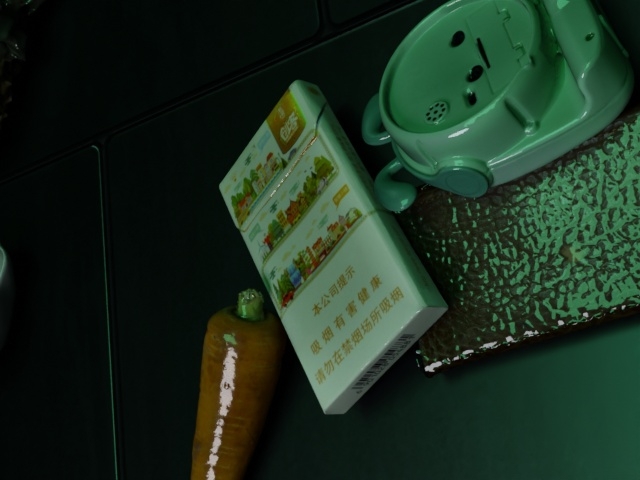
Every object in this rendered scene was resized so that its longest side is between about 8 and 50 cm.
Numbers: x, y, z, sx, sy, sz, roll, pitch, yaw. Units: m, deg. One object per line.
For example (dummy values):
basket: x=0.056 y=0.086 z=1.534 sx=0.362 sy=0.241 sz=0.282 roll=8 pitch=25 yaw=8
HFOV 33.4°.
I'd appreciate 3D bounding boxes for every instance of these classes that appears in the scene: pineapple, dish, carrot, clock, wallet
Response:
pineapple: x=-0.329 y=-0.197 z=1.034 sx=0.125 sy=0.125 sz=0.251 roll=28 pitch=89 yaw=36
dish: x=-0.309 y=0.066 z=0.989 sx=0.091 sy=0.039 sz=0.137 roll=13 pitch=85 yaw=41
carrot: x=-0.070 y=0.160 z=0.797 sx=0.061 sy=0.061 sz=0.256 roll=13 pitch=95 yaw=36
clock: x=0.104 y=-0.101 z=0.703 sx=0.189 sy=0.060 sz=0.148 roll=-34 pitch=42 yaw=21
wallet: x=0.160 y=-0.006 z=0.683 sx=0.243 sy=0.039 sz=0.132 roll=-22 pitch=72 yaw=28

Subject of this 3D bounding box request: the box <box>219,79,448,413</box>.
box: x=0.001 y=0.000 z=0.770 sx=0.122 sy=0.032 sz=0.220 roll=-51 pitch=49 yaw=31
